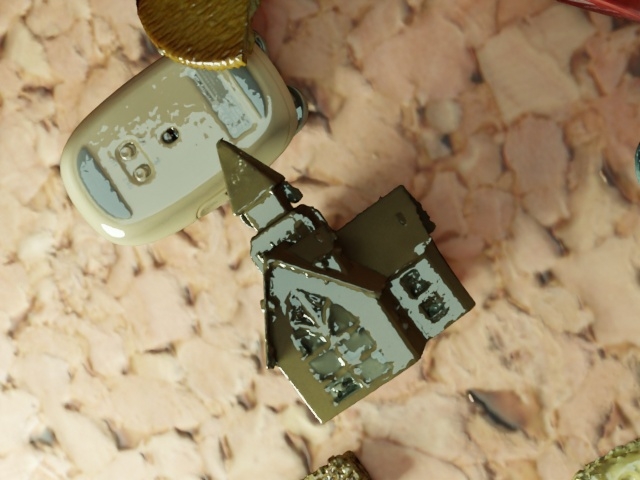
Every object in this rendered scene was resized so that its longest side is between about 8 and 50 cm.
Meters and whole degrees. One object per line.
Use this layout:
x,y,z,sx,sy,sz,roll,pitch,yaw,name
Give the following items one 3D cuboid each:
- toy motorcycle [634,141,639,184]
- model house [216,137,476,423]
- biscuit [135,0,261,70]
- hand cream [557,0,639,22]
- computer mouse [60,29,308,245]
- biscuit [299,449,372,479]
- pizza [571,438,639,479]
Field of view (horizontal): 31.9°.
0.401,-0.035,0.908,0.206,0.154,0.260,-41,82,-7,toy motorcycle
0.000,0.000,0.982,0.176,0.181,0.248,-36,93,13,model house
-0.111,-0.242,1.023,0.126,0.025,0.206,-7,68,19,biscuit
0.201,-0.258,0.895,0.193,0.193,0.125,21,100,10,hand cream
-0.130,-0.095,1.052,0.236,0.082,0.145,-37,84,4,computer mouse
-0.034,0.279,1.109,0.199,0.034,0.064,-36,87,16,biscuit
0.335,0.223,0.986,0.204,0.080,0.188,25,103,11,pizza
